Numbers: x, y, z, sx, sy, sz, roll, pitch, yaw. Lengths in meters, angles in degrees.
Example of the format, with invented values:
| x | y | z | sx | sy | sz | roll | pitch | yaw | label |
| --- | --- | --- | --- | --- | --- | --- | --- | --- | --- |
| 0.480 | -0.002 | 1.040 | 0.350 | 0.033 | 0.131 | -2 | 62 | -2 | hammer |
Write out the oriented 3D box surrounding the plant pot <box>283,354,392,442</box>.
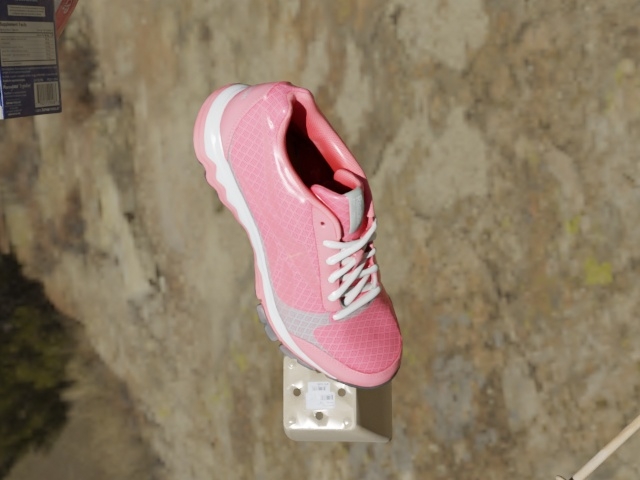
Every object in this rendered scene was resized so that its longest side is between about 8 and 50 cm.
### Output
| x | y | z | sx | sy | sz | roll | pitch | yaw | label |
| --- | --- | --- | --- | --- | --- | --- | --- | --- | --- |
| 0.011 | 0.152 | 1.272 | 0.096 | 0.109 | 0.109 | 22 | -113 | -75 | plant pot |

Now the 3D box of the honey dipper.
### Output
| x | y | z | sx | sy | sz | roll | pitch | yaw | label |
| --- | --- | --- | --- | --- | --- | --- | --- | --- | --- |
| 0.267 | 0.204 | 1.183 | 0.030 | 0.161 | 0.030 | 49 | 172 | 9 | honey dipper |

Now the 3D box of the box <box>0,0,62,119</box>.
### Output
| x | y | z | sx | sy | sz | roll | pitch | yaw | label |
| --- | --- | --- | --- | --- | --- | --- | --- | --- | --- |
| -0.333 | -0.247 | 1.366 | 0.136 | 0.037 | 0.225 | -28 | -62 | -72 | box |

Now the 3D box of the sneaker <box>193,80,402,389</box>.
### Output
| x | y | z | sx | sy | sz | roll | pitch | yaw | label |
| --- | --- | --- | --- | --- | --- | --- | --- | --- | --- |
| -0.001 | 0.000 | 1.117 | 0.136 | 0.116 | 0.313 | -10 | 112 | 54 | sneaker |

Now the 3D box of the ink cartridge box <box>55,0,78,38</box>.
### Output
| x | y | z | sx | sy | sz | roll | pitch | yaw | label |
| --- | --- | --- | --- | --- | --- | --- | --- | --- | --- |
| -0.511 | -0.375 | 1.803 | 0.131 | 0.226 | 0.306 | -55 | -3 | 20 | ink cartridge box |
